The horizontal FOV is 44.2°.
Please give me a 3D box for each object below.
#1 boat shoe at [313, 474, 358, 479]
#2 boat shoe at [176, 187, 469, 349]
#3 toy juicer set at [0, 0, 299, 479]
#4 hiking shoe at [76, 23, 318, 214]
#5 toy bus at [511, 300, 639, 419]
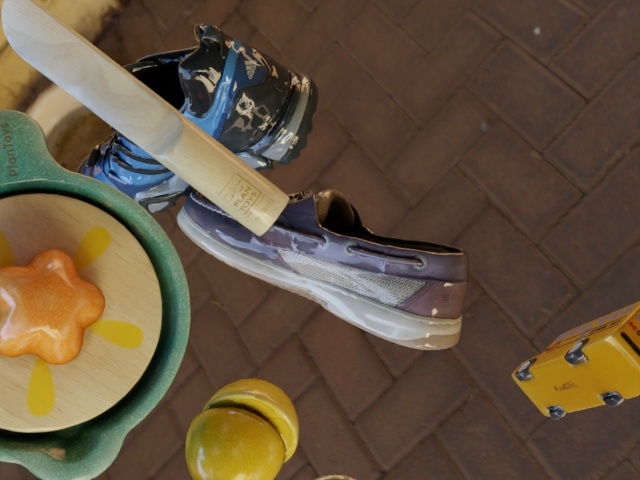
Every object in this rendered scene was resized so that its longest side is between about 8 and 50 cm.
[{"bbox_3d":[0.148,0.551,1.153,0.186,0.156,0.500,-35,76,-20],"label":"boat shoe"},{"bbox_3d":[0.000,0.000,0.678,0.285,0.102,0.092,24,103,30],"label":"boat shoe"},{"bbox_3d":[-0.095,0.043,0.380,0.089,0.209,0.329,152,133,-65],"label":"toy juicer set"},{"bbox_3d":[-0.144,-0.110,0.707,0.304,0.132,0.113,-17,51,40],"label":"hiking shoe"},{"bbox_3d":[0.455,0.206,1.322,0.130,0.333,0.108,-39,84,-22],"label":"toy bus"}]
